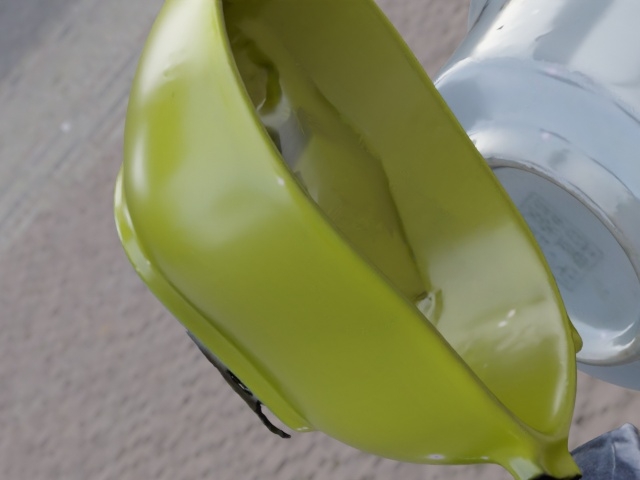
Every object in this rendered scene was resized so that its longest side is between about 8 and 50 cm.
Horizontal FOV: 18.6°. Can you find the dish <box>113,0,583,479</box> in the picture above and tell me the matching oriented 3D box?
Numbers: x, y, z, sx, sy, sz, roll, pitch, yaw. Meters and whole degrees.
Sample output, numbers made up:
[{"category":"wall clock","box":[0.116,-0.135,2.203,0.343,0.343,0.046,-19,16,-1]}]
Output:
[{"category":"dish","box":[0.000,0.000,0.838,0.108,0.262,0.221,-32,19,22]}]

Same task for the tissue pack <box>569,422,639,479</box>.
[{"category":"tissue pack","box":[0.115,0.170,0.821,0.112,0.051,0.156,-32,48,26]}]

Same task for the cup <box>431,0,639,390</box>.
[{"category":"cup","box":[0.192,-0.031,1.273,0.163,0.347,0.347,-44,11,-30]}]
